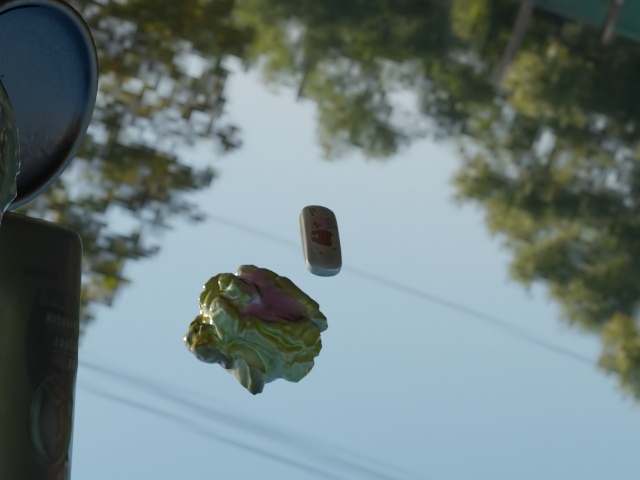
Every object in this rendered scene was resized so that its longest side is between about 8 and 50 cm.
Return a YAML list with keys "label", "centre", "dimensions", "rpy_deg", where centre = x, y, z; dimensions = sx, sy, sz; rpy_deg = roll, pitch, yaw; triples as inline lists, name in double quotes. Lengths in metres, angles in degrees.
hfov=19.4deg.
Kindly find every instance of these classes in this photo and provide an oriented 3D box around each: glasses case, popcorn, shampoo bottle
- label: "glasses case"
  centre: [0.000, 0.000, 1.612]
  dimensions: [0.032, 0.021, 0.083]
  rpy_deg: [4, -138, -11]
- label: "popcorn"
  centre: [-0.066, 0.095, 1.979]
  dimensions: [0.145, 0.126, 0.126]
  rpy_deg: [24, -167, -41]
- label: "shampoo bottle"
  centre: [-0.193, 0.162, 1.077]
  dimensions: [0.084, 0.350, 0.125]
  rpy_deg: [-3, 168, 25]

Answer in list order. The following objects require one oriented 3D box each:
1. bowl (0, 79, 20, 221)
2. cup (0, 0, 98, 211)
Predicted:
- label: "bowl"
  centre: [-0.244, -0.066, 0.858]
  dimensions: [0.211, 0.211, 0.112]
  rpy_deg: [19, 152, 2]
- label: "cup"
  centre: [-0.263, -0.156, 1.378]
  dimensions: [0.177, 0.239, 0.166]
  rpy_deg: [24, 167, 34]
